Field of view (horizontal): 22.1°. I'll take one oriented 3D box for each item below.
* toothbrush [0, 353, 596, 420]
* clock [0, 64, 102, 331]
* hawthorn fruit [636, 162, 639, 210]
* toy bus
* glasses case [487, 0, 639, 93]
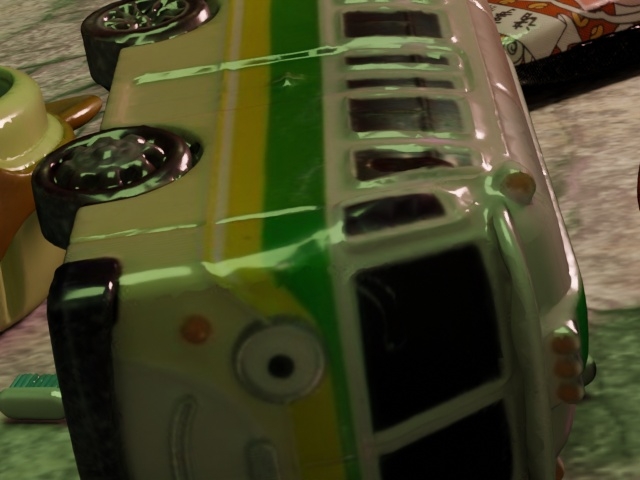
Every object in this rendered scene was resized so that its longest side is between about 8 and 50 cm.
[{"bbox_3d":[-0.016,0.062,0.690,0.263,0.022,0.026,-3,31,18],"label":"toothbrush"},{"bbox_3d":[-0.269,-0.009,0.872,0.348,0.117,0.286,-13,19,-15],"label":"clock"},{"bbox_3d":[0.202,-0.031,0.722,0.128,0.128,0.128,-8,18,3],"label":"hawthorn fruit"},{"bbox_3d":[0.000,0.000,0.621,0.179,0.143,0.305,-7,27,3],"label":"toy bus"},{"bbox_3d":[0.191,-0.155,1.157,0.267,0.067,0.103,-19,19,-29],"label":"glasses case"}]
